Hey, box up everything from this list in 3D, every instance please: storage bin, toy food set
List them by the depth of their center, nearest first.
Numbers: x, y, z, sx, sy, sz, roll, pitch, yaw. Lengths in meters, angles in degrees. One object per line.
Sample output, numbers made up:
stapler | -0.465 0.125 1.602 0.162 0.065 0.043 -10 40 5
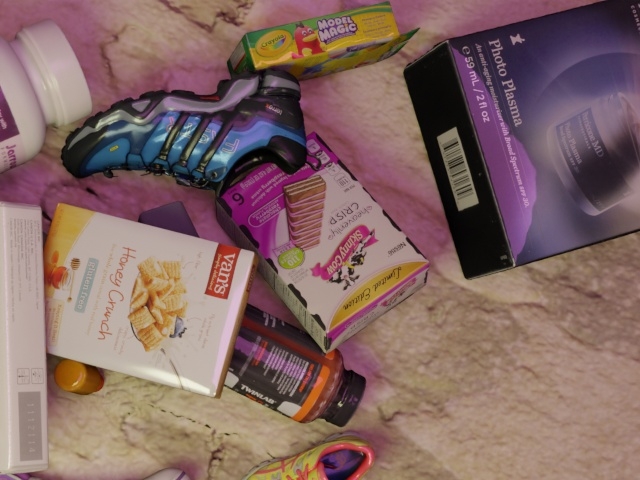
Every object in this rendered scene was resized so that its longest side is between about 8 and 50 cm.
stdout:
toy food set | -0.321 0.072 1.829 0.111 0.104 0.232 -42 77 -2
storage bin | -0.176 0.012 1.843 0.098 0.135 0.091 -19 79 -16

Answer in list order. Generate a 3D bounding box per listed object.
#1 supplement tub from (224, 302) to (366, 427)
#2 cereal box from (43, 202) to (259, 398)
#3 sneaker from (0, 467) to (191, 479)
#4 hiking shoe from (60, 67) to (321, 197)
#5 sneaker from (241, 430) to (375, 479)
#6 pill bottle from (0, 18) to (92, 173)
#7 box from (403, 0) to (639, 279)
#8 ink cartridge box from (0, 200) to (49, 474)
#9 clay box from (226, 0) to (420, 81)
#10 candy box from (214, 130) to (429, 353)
supplement tub | -0.045 0.157 1.867 0.198 0.106 0.106 27 77 -10
cereal box | -0.206 0.068 1.736 0.240 0.047 0.173 13 82 8
sneaker | -0.298 0.304 1.789 0.282 0.102 0.161 -27 88 -16
hiking shoe | -0.161 -0.111 1.835 0.304 0.113 0.132 -15 78 3
sneaker | -0.022 0.295 1.863 0.208 0.094 0.081 -31 93 -15
pill bottle | -0.426 -0.145 1.772 0.302 0.169 0.169 -26 90 -15
box | 0.303 -0.135 1.956 0.294 0.183 0.296 -16 88 -17
ink cartridge box | -0.423 0.116 1.741 0.066 0.261 0.296 5 80 -52
clay box | 0.003 -0.244 1.917 0.222 0.127 0.053 -16 84 -17
candy box | 0.000 0.000 1.872 0.159 0.071 0.233 -35 69 -16
